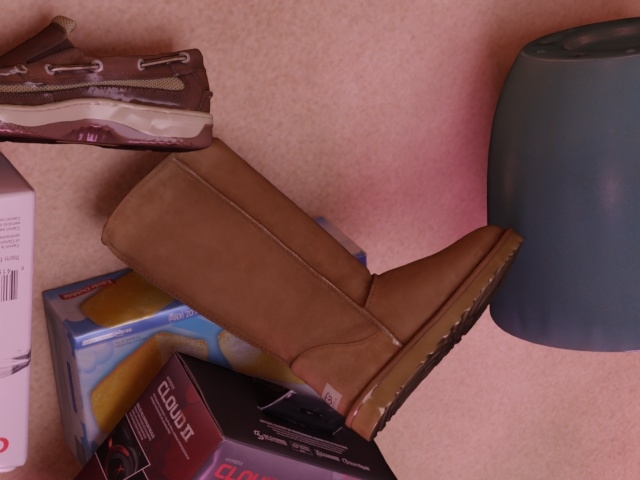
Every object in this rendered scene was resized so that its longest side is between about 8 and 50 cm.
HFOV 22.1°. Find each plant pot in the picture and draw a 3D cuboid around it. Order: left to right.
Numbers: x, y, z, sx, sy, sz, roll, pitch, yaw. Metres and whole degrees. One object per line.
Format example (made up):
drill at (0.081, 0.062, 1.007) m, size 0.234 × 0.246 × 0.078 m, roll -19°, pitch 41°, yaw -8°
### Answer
plant pot at (0.276, -0.065, 1.415) m, size 0.293 × 0.293 × 0.235 m, roll -17°, pitch 107°, yaw -22°

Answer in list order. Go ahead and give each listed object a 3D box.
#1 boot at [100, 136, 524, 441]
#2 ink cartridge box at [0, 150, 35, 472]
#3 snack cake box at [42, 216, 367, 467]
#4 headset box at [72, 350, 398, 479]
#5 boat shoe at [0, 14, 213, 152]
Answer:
boot at (0.000, 0.000, 1.318) m, size 0.236 × 0.269 × 0.089 m, roll -45°, pitch 166°, yaw -31°
ink cartridge box at (-0.314, 0.062, 1.246) m, size 0.172 × 0.100 × 0.237 m, roll -6°, pitch 115°, yaw -27°
snack cake box at (-0.091, 0.092, 1.395) m, size 0.264 × 0.089 × 0.152 m, roll -16°, pitch 120°, yaw -22°
headset box at (-0.090, 0.232, 1.350) m, size 0.218 × 0.110 × 0.293 m, roll 24°, pitch 111°, yaw -43°
boat shoe at (-0.205, -0.122, 1.238) m, size 0.257 × 0.095 × 0.095 m, roll 3°, pitch 88°, yaw -29°
